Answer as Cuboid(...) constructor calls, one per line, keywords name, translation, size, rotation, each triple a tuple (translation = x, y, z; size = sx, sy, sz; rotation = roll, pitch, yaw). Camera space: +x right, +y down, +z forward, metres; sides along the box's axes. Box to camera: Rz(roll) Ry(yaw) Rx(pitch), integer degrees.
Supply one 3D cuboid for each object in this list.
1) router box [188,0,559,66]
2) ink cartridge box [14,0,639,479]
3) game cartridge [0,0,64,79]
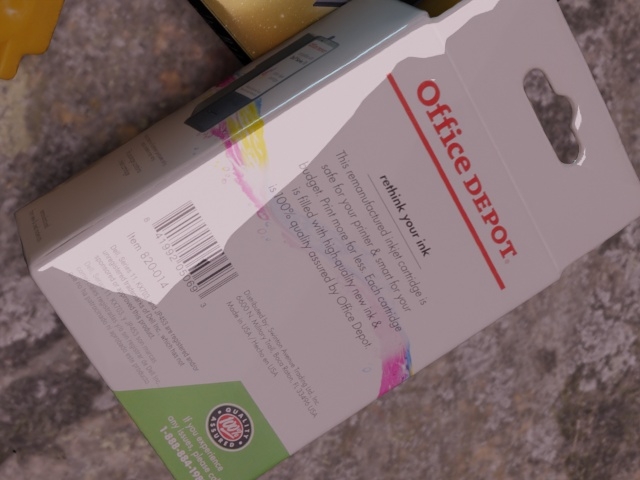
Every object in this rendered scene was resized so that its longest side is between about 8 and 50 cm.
Cuboid(name="router box", translation=(0.055, -0.232, 0.897), size=(0.309, 0.081, 0.243), rotation=(-44, 115, -1))
Cuboid(name="ink cartridge box", translation=(0.010, -0.017, 0.843), size=(0.353, 0.119, 0.207), rotation=(-32, 114, -4))
Cuboid(name="game cartridge", translation=(-0.280, -0.228, 0.722), size=(0.323, 0.053, 0.285), rotation=(8, 133, -25))
